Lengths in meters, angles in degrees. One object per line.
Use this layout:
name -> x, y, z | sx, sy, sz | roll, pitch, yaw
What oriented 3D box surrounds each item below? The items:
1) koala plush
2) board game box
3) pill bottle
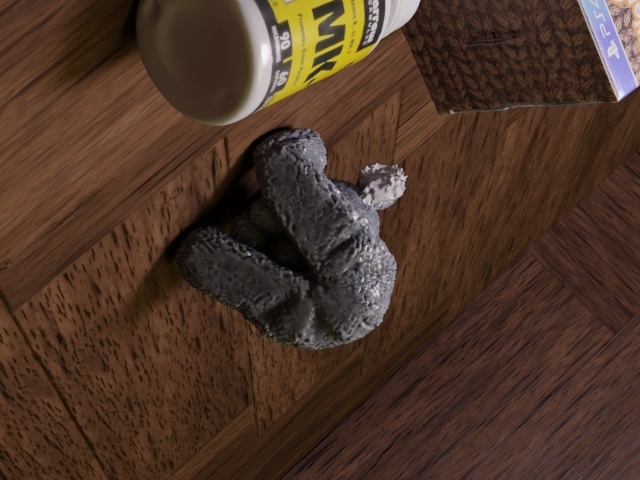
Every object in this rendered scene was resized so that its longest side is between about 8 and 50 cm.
koala plush -> 0.000, 0.000, 1.593 | 0.196, 0.203, 0.221 | -49, 177, 19
board game box -> 0.250, -0.249, 1.416 | 0.291, 0.141, 0.232 | -37, -158, -30
pill bottle -> -0.024, -0.171, 1.130 | 0.208, 0.119, 0.119 | -32, 161, -43
